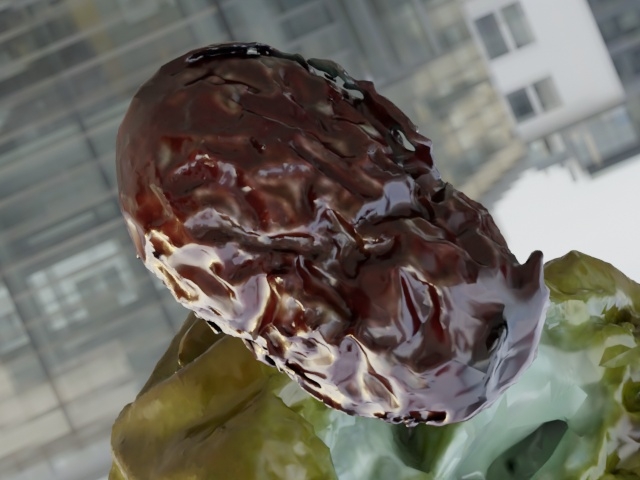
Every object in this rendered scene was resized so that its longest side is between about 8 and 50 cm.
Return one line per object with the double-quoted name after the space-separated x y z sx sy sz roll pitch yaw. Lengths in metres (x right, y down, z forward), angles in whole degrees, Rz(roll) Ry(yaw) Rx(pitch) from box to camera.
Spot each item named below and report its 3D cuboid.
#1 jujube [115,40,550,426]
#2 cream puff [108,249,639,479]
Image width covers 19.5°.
-0.002 0.003 0.645 0.104 0.166 0.104 -37 156 -20 "jujube"
0.035 0.128 0.968 0.323 0.270 0.274 -46 164 -33 "cream puff"
